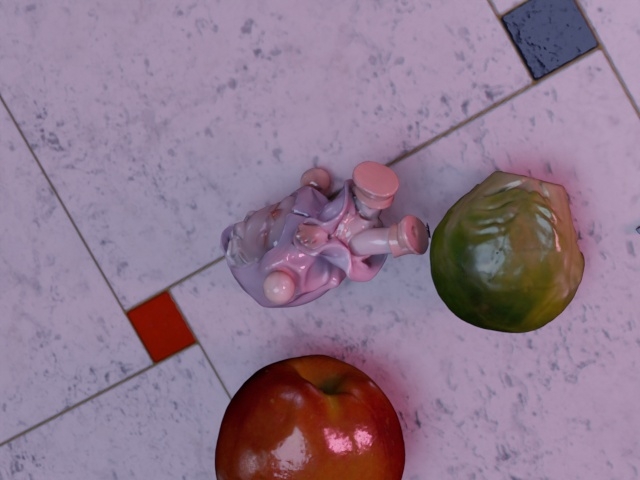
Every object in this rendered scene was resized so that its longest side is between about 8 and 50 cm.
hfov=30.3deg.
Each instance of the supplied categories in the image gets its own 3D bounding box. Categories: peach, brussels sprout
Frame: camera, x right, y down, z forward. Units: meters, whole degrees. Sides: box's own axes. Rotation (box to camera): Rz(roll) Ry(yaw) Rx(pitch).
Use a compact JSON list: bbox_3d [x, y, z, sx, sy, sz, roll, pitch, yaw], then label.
[{"bbox_3d":[-0.012,0.260,1.454,0.243,0.199,0.244,5,114,11],"label":"peach"},{"bbox_3d":[0.203,0.013,1.310,0.161,0.143,0.181,5,95,37],"label":"brussels sprout"}]

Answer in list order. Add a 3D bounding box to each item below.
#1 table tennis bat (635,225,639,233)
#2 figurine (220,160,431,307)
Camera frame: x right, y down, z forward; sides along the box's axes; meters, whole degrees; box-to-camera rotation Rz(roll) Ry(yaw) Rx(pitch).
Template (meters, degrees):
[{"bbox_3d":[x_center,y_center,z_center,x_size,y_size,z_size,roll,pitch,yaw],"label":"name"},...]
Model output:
[{"bbox_3d":[0.382,-0.032,1.290,0.083,0.007,0.050,-38,88,27],"label":"table tennis bat"},{"bbox_3d":[0.000,0.000,1.391,0.276,0.200,0.133,-20,130,41],"label":"figurine"}]
